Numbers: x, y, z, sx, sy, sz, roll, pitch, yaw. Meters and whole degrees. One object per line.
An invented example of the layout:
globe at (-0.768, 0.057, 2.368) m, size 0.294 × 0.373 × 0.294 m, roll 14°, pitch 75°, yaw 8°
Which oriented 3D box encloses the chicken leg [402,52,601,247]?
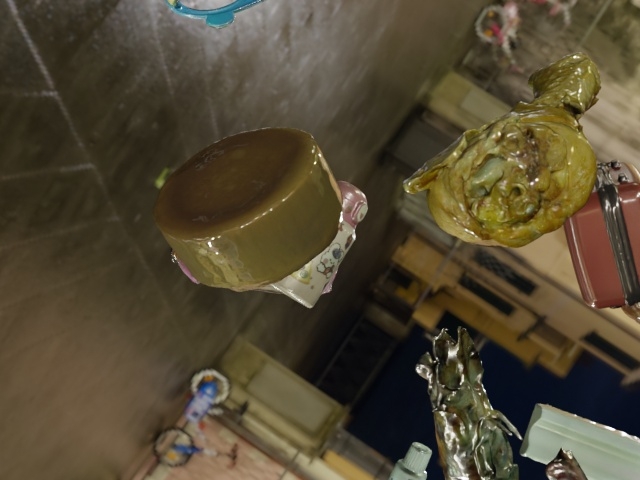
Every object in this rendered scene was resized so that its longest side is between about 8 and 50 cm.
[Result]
chicken leg at (0.268, -0.130, 1.257) m, size 0.429 × 0.201 × 0.153 m, roll -50°, pitch 129°, yaw -45°

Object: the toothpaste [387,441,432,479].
toothpaste at (0.089, 0.430, 1.449) m, size 0.048 × 0.075 × 0.297 m, roll 13°, pitch 106°, yaw -38°

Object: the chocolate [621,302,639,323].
chocolate at (0.712, 0.108, 2.155) m, size 0.127 × 0.133 × 0.124 m, roll -7°, pitch -151°, yaw 51°

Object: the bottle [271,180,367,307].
bottle at (0.000, 0.000, 1.955) m, size 0.253 × 0.120 × 0.120 m, roll -58°, pitch 173°, yaw -4°

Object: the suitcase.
suitcase at (0.540, -0.014, 1.834) m, size 0.161 × 0.236 × 0.297 m, roll -15°, pitch -171°, yaw 15°

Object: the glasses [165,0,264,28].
glasses at (-0.103, -0.397, 1.218) m, size 0.239 × 0.102 × 0.207 m, roll -28°, pitch 123°, yaw -13°

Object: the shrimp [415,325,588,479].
shrimp at (0.237, 0.281, 1.180) m, size 0.085 × 0.445 × 0.272 m, roll -39°, pitch -151°, yaw -27°

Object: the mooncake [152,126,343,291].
mooncake at (-0.108, -0.048, 1.573) m, size 0.284 × 0.284 × 0.155 m, roll -52°, pitch 131°, yaw -34°

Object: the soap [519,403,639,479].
soap at (0.496, 0.368, 1.661) m, size 0.173 × 0.289 × 0.095 m, roll 22°, pitch 86°, yaw -57°

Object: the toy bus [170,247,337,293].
toy bus at (-0.130, 0.033, 2.243) m, size 0.171 × 0.386 × 0.162 m, roll -69°, pitch -151°, yaw 24°
